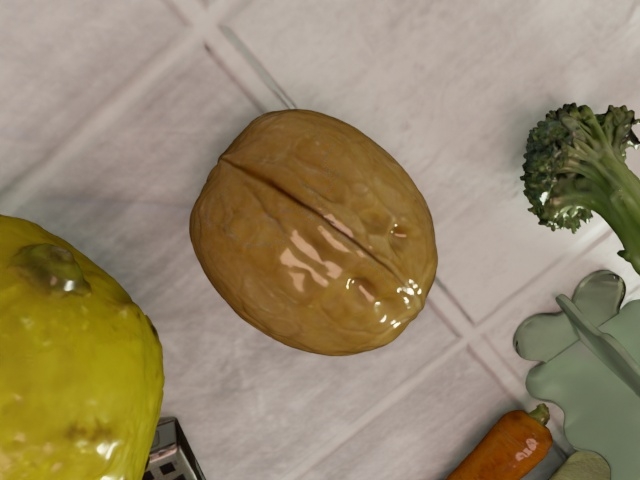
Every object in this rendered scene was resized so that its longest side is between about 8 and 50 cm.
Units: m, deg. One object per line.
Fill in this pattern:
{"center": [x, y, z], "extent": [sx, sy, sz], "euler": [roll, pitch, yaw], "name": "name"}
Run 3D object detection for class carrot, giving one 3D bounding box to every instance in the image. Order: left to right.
{"center": [0.165, 0.277, 0.718], "extent": [0.061, 0.061, 0.256], "euler": [38, 103, -27], "name": "carrot"}

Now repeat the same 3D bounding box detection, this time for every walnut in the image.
{"center": [0.000, 0.000, 0.482], "extent": [0.165, 0.165, 0.197], "euler": [-42, 111, 7], "name": "walnut"}

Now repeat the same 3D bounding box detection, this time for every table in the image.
{"center": [0.306, 0.147, 0.611], "extent": [0.167, 0.198, 0.166], "euler": [-6, 116, -12], "name": "table"}

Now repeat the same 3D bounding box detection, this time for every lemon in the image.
{"center": [-0.239, 0.123, 0.423], "extent": [0.261, 0.260, 0.283], "euler": [6, 107, -18], "name": "lemon"}

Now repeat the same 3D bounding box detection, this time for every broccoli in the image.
{"center": [0.235, -0.028, 0.510], "extent": [0.118, 0.204, 0.122], "euler": [-5, 131, -12], "name": "broccoli"}

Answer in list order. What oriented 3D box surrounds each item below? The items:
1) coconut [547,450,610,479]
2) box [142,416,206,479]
{"center": [0.350, 0.343, 0.708], "extent": [0.245, 0.247, 0.244], "euler": [-8, 103, -40], "name": "coconut"}
{"center": [-0.263, 0.299, 0.616], "extent": [0.325, 0.047, 0.180], "euler": [-18, 119, -5], "name": "box"}
